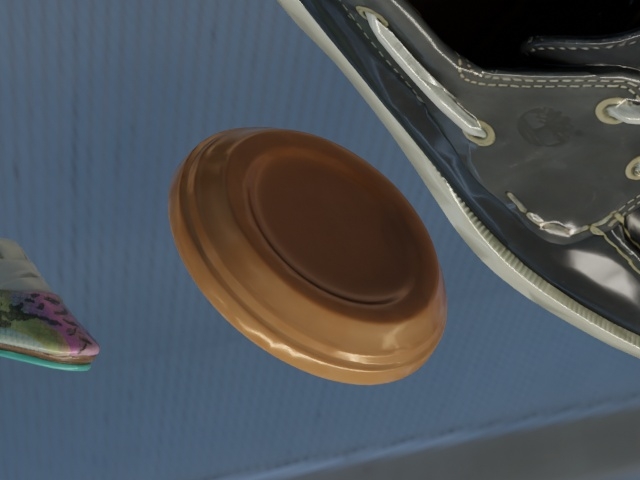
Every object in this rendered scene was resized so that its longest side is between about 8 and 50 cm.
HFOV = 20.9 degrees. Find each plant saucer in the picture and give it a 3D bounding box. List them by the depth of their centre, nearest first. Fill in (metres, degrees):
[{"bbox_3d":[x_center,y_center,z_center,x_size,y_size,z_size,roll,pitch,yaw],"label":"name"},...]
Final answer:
[{"bbox_3d":[0.000,0.000,1.090,0.200,0.200,0.037,8,136,-35],"label":"plant saucer"}]

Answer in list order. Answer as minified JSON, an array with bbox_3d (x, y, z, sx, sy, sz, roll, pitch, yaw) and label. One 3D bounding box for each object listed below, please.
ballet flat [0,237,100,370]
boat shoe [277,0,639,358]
[{"bbox_3d":[-0.227,0.036,1.112,0.221,0.079,0.077,3,172,39],"label":"ballet flat"},{"bbox_3d":[0.064,-0.038,0.402,0.233,0.079,0.084,42,77,-22],"label":"boat shoe"}]
